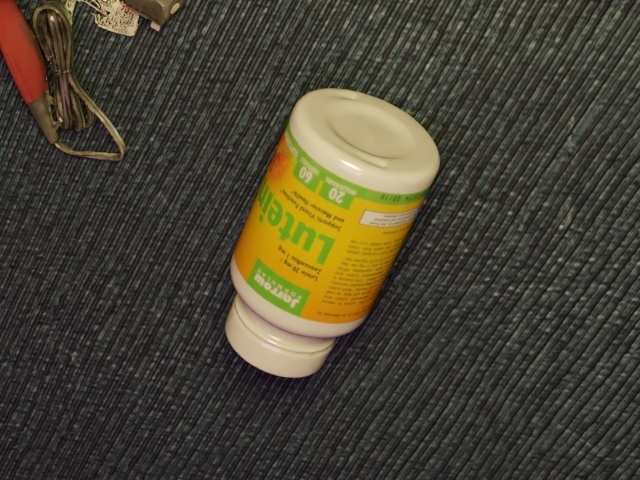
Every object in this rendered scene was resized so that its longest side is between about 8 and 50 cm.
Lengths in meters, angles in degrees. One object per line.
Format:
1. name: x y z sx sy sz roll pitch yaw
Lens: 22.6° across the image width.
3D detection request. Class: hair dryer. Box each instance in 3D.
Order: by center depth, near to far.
1. hair dryer: -0.285 -0.197 1.436 0.293 0.080 0.224 30 122 -1

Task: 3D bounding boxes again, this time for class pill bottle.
1. pill bottle: 0.000 0.000 1.428 0.136 0.136 0.246 25 122 1
